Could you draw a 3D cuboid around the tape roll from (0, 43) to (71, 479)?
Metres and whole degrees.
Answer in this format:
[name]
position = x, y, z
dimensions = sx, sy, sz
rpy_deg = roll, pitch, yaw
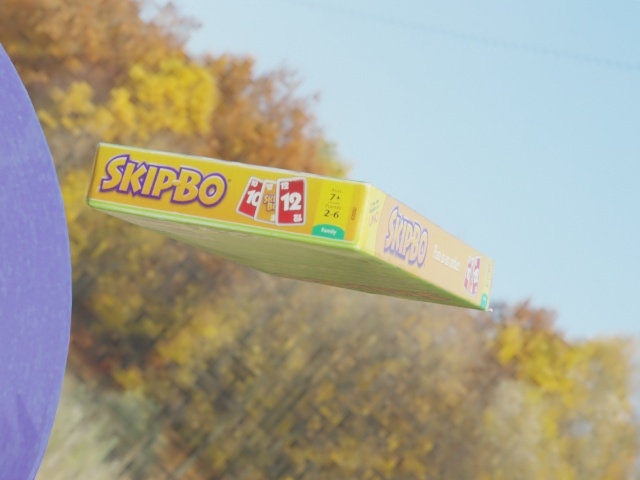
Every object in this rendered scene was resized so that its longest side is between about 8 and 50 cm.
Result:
[tape roll]
position = -0.207, 0.021, 0.456
dimensions = 0.275, 0.275, 0.090
rpy_deg = 42, -25, 1

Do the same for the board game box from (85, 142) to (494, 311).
[board game box]
position = 0.000, 0.000, 0.831
dimensions = 0.124, 0.039, 0.259
rpy_deg = 9, -8, 19
